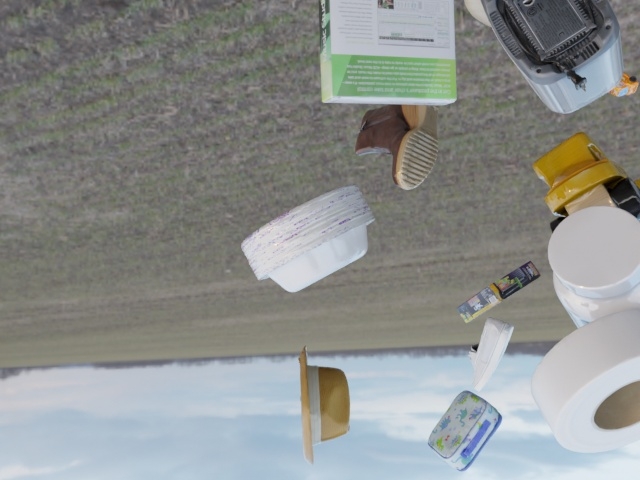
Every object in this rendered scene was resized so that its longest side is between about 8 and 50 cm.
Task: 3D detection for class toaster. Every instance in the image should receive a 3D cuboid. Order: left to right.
[{"bbox_3d":[0.311,-0.266,0.852,0.129,0.227,0.146,-32,154,21],"label":"toaster"}]

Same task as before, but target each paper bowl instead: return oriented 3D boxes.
[{"bbox_3d":[-0.014,0.007,1.395,0.284,0.148,0.284,-29,177,-2],"label":"paper bowl"}]

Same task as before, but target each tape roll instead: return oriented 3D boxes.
[{"bbox_3d":[0.532,0.260,1.177,0.285,0.100,0.286,-8,129,-10],"label":"tape roll"}]

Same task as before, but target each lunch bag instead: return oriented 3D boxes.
[{"bbox_3d":[0.430,0.568,1.948,0.090,0.219,0.176,39,172,-13],"label":"lunch bag"}]

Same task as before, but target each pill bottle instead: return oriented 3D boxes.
[{"bbox_3d":[0.589,0.095,1.301,0.210,0.210,0.363,-9,148,32],"label":"pill bottle"}]

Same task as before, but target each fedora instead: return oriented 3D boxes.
[{"bbox_3d":[0.006,0.264,1.055,0.079,0.195,0.194,-3,170,-2],"label":"fedora"}]

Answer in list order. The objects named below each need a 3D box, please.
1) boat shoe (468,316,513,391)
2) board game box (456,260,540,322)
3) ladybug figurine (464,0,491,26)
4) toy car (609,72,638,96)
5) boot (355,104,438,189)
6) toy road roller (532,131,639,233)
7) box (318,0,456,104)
[{"bbox_3d":[0.345,0.239,1.373,0.063,0.184,0.066,28,-137,23],"label":"boat shoe"},{"bbox_3d":[0.424,0.124,1.565,0.141,0.048,0.170,-27,167,-26],"label":"board game box"},{"bbox_3d":[0.546,-0.604,1.490,0.449,0.162,0.305,-23,159,-12],"label":"ladybug figurine"},{"bbox_3d":[0.514,-0.274,1.092,0.040,0.060,0.122,-42,174,-4],"label":"toy car"},{"bbox_3d":[0.150,-0.199,1.373,0.090,0.249,0.206,30,155,-30],"label":"boot"},{"bbox_3d":[0.636,-0.113,1.521,0.202,0.241,0.329,-35,159,30],"label":"toy road roller"},{"bbox_3d":[0.112,-0.393,1.105,0.232,0.322,0.058,-2,-179,-17],"label":"box"}]
